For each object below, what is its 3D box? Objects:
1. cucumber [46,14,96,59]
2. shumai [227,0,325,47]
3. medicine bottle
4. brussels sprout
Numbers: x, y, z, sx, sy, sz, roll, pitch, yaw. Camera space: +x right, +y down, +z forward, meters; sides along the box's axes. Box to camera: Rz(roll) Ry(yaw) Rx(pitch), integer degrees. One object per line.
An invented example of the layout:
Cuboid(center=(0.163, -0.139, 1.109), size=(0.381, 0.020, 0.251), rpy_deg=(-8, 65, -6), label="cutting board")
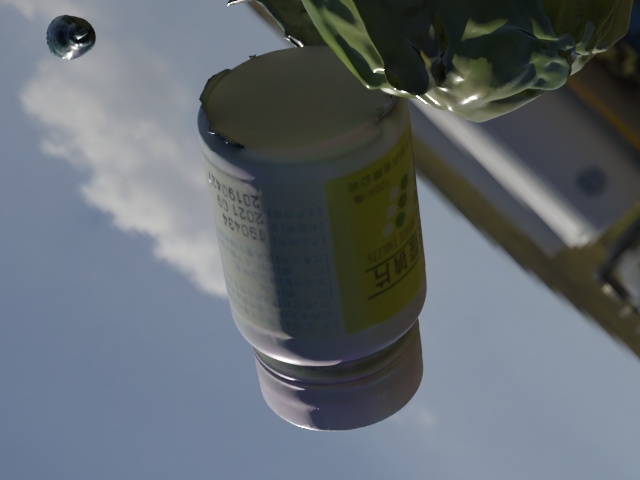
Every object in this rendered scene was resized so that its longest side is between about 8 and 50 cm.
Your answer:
Cuboid(center=(-0.196, -0.158, 1.446), size=(0.037, 0.037, 0.155), rpy_deg=(44, 175, -11), label="cucumber")
Cuboid(center=(0.045, -0.343, 2.325), size=(0.330, 0.292, 0.288), rpy_deg=(7, -123, -26), label="shumai")
Cuboid(center=(0.000, 0.000, 1.932), size=(0.213, 0.214, 0.378), rpy_deg=(-121, 18, -50), label="medicine bottle")
Cuboid(center=(0.127, -0.273, 1.562), size=(0.328, 0.328, 0.247), rpy_deg=(47, -131, 6), label="brussels sprout")
